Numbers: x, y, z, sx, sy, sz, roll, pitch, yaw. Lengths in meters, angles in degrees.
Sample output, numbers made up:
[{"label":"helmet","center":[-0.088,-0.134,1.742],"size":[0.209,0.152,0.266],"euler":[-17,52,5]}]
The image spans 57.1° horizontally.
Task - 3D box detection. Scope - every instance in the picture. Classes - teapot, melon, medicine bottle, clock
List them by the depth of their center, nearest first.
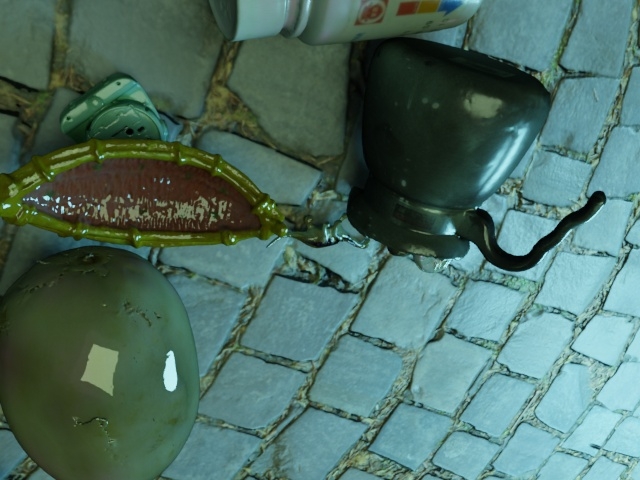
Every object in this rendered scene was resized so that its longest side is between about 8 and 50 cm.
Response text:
[{"label":"medicine bottle","center":[0.028,-0.304,0.644],"size":[0.293,0.170,0.170],"euler":[-14,118,-19]},{"label":"clock","center":[-0.227,-0.120,0.693],"size":[0.101,0.041,0.135],"euler":[-38,123,-3]},{"label":"melon","center":[-0.259,0.153,0.700],"size":[0.223,0.223,0.316],"euler":[-12,119,-19]},{"label":"teapot","center":[0.181,-0.090,0.780],"size":[0.306,0.223,0.285],"euler":[15,118,-5]},{"label":"teapot","center":[0.165,0.004,0.914],"size":[0.064,0.064,0.083],"euler":[-23,116,-5]}]

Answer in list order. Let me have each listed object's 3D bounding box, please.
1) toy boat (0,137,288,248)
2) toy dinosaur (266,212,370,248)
[{"label":"toy boat","center":[-0.197,-0.047,0.665],"size":[0.318,0.099,0.140],"euler":[4,118,-25]},{"label":"toy dinosaur","center":[0.004,-0.014,0.850],"size":[0.181,0.037,0.058],"euler":[4,107,-26]}]
